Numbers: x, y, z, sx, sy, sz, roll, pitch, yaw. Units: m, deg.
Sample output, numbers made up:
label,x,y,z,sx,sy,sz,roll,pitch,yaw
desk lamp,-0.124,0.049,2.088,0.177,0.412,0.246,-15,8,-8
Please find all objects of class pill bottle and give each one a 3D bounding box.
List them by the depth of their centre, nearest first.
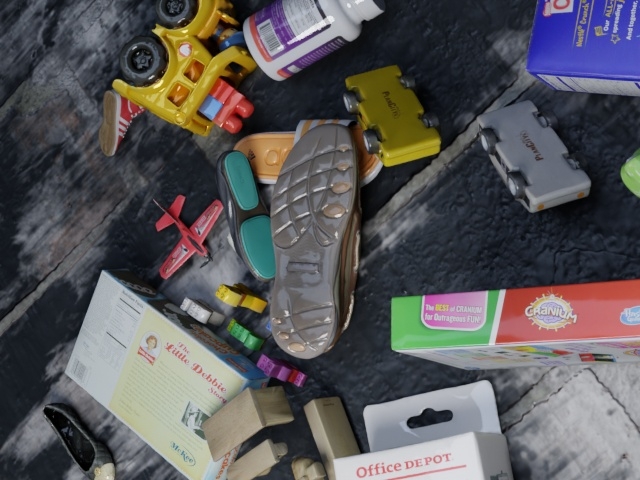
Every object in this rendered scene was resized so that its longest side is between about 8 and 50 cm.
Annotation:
label,x,y,z,sx,sy,sz,roll,pitch,yaw
pill bottle,-0.007,-0.323,1.692,0.194,0.108,0.108,-26,68,22

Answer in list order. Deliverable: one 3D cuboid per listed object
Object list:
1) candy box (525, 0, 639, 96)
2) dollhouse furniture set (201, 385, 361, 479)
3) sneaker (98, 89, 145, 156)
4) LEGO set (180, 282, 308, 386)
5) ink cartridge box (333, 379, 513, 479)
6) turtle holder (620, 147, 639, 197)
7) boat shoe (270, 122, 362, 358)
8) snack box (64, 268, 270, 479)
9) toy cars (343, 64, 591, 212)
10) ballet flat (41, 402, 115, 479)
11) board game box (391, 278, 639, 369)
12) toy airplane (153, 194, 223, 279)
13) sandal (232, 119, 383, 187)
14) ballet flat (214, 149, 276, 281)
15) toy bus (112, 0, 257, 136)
label,x,y,z,sx,sy,sz,roll,pitch,yaw
candy box,0.441,-0.312,1.433,0.317,0.122,0.268,10,85,29
dollhouse furniture set,-0.050,0.284,1.581,0.123,0.151,0.144,-41,61,40
sneaker,-0.323,-0.195,1.886,0.042,0.067,0.118,33,126,28
LEGO set,-0.111,0.112,1.664,0.227,0.093,0.087,31,95,31
ink cartridge box,0.140,0.361,1.454,0.207,0.119,0.353,-17,71,25
turtle holder,0.514,-0.020,1.266,0.243,0.227,0.320,-36,65,19
boat shoe,0.000,0.000,1.609,0.123,0.116,0.324,9,90,22
snack box,-0.234,0.198,1.715,0.322,0.060,0.187,33,109,30
toy cars,0.188,-0.124,1.545,0.394,0.087,0.176,20,52,28
ballet flat,-0.377,0.318,1.793,0.173,0.049,0.057,42,101,29
board game box,0.276,0.105,1.365,0.317,0.242,0.064,-6,76,27
toy airplane,-0.210,-0.013,1.784,0.151,0.028,0.151,-7,75,27
sandal,-0.032,-0.125,1.681,0.265,0.076,0.101,-1,79,29
ballet flat,-0.112,-0.033,1.712,0.074,0.074,0.203,-19,87,25
toy bus,-0.173,-0.265,1.762,0.211,0.149,0.220,35,94,17
